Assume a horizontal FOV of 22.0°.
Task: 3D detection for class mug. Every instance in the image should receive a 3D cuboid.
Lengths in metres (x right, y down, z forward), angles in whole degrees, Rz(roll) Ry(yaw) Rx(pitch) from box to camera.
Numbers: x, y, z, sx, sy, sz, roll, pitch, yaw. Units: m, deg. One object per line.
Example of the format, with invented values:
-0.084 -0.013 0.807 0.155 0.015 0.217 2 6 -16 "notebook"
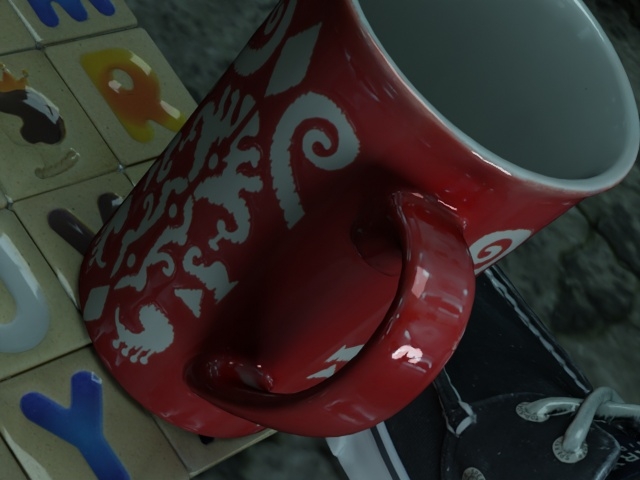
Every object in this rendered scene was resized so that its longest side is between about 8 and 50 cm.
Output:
-0.006 -0.008 0.511 0.113 0.169 0.150 46 38 -2 "mug"

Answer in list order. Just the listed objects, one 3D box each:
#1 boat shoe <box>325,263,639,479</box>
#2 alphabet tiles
0.086 0.096 0.566 0.108 0.102 0.301 0 57 -37 "boat shoe"
-0.157 -0.050 0.553 0.285 0.011 0.342 -22 73 -50 "alphabet tiles"
